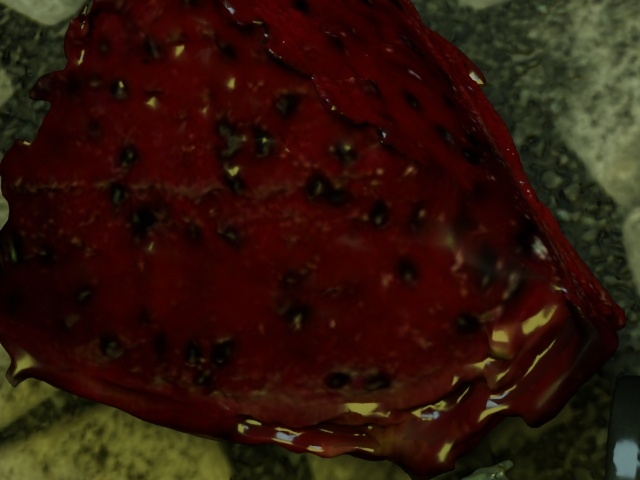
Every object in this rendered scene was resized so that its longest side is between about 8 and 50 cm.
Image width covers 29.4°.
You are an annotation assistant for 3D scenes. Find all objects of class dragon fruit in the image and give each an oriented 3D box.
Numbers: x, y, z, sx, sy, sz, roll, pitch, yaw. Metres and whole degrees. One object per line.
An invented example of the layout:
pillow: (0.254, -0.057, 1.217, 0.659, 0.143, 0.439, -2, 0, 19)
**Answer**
dragon fruit: (0.003, -0.003, 0.720, 0.329, 0.228, 0.286, 34, 115, 5)

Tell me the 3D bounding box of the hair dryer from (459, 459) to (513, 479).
hair dryer: (0.031, 0.201, 0.603, 0.206, 0.075, 0.237, 49, 116, 20)

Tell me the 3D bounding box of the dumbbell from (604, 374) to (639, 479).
dumbbell: (0.224, 0.138, 0.567, 0.325, 0.143, 0.143, 1, 71, 17)
